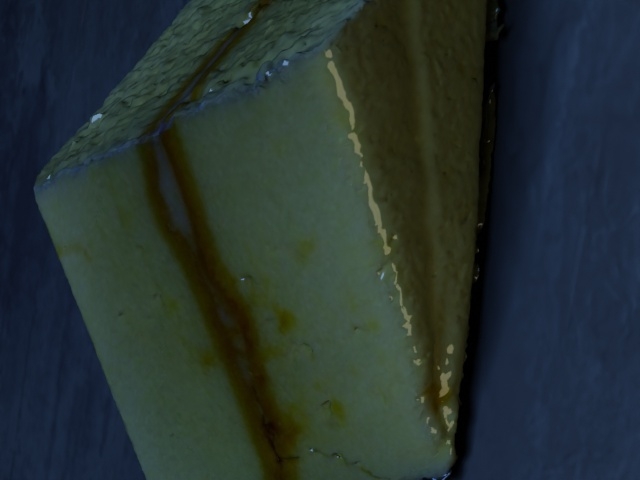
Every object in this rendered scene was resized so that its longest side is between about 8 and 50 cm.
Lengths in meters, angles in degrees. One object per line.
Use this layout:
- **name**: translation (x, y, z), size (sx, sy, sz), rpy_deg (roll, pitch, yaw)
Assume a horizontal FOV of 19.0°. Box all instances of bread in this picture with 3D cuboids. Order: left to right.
- **bread**: translation (0.000, 0.000, 1.294), size (0.346, 0.242, 0.405), rpy_deg (-1, 123, 45)
